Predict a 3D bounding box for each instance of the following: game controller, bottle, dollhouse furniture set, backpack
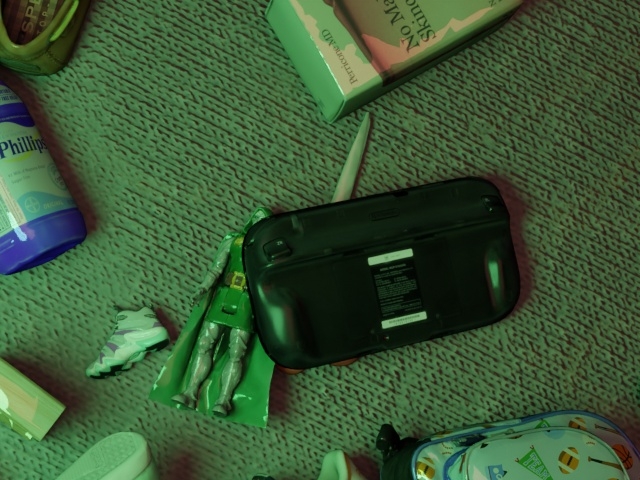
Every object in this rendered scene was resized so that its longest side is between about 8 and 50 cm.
[{"bbox_3d":[0.071,0.033,1.864,0.319,0.067,0.166,-12,97,-24],"label":"game controller"},{"bbox_3d":[-0.350,-0.106,1.819,0.092,0.118,0.283,-29,86,25],"label":"bottle"},{"bbox_3d":[-0.372,0.235,1.745,0.212,0.161,0.242,37,79,-2],"label":"dollhouse furniture set"},{"bbox_3d":[0.223,0.293,1.803,0.263,0.213,0.276,-12,83,-27],"label":"backpack"}]

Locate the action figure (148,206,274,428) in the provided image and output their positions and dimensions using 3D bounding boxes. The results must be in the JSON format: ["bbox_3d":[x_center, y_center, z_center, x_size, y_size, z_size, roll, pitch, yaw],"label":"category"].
[{"bbox_3d":[-0.092,0.073,1.857,0.137,0.063,0.232,13,75,14],"label":"action figure"}]

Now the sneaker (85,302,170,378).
[{"bbox_3d":[-0.214,0.101,1.855,0.098,0.038,0.069,-27,67,1],"label":"sneaker"}]

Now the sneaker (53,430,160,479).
[{"bbox_3d":[-0.247,0.317,1.695,0.256,0.094,0.151,-34,122,-25],"label":"sneaker"}]

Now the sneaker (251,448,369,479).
[{"bbox_3d":[-0.086,0.321,1.796,0.321,0.126,0.127,-22,91,-22],"label":"sneaker"}]

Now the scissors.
[{"bbox_3d":[0.000,0.000,1.904,0.109,0.021,0.297,4,83,-6],"label":"scissors"}]

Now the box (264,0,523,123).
[{"bbox_3d":[0.078,-0.254,1.898,0.232,0.127,0.148,-30,88,-11],"label":"box"}]

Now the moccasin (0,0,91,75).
[{"bbox_3d":[-0.279,-0.368,1.851,0.139,0.147,0.380,20,80,-5],"label":"moccasin"}]
